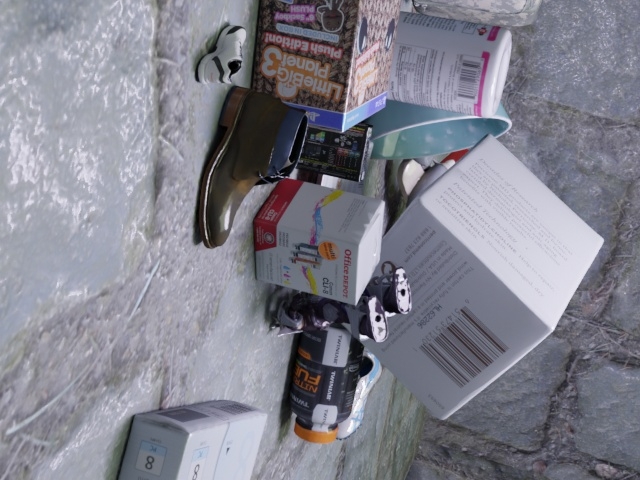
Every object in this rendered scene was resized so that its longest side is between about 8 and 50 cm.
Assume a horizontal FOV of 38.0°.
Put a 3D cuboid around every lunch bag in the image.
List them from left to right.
[{"bbox_3d":[0.315,-0.575,1.892,0.256,0.305,0.213,26,75,-78],"label":"lunch bag"}]

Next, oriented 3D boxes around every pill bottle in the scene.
[{"bbox_3d":[0.010,0.274,1.839,0.130,0.130,0.246,-25,127,-71],"label":"pill bottle"},{"bbox_3d":[0.187,-0.322,1.666,0.160,0.283,0.160,14,90,-75],"label":"pill bottle"}]

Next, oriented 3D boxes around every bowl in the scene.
[{"bbox_3d":[0.217,-0.280,1.883,0.311,0.311,0.163,18,62,-75],"label":"bowl"}]

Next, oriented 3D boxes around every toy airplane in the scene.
[{"bbox_3d":[0.309,-0.040,2.365,0.386,0.272,0.385,-14,108,-56],"label":"toy airplane"}]

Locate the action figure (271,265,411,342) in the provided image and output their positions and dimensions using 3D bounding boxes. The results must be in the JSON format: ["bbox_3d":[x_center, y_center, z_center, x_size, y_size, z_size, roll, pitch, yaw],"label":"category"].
[{"bbox_3d":[0.031,0.113,1.599,0.185,0.285,0.099,-27,101,-36],"label":"action figure"}]

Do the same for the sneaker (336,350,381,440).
[{"bbox_3d":[0.079,0.382,2.307,0.086,0.085,0.237,51,53,-38],"label":"sneaker"}]

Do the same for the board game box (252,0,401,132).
[{"bbox_3d":[0.019,-0.326,1.330,0.232,0.141,0.291,-43,143,-64],"label":"board game box"}]

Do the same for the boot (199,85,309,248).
[{"bbox_3d":[-0.088,-0.087,1.217,0.082,0.106,0.219,6,97,-75],"label":"boot"}]

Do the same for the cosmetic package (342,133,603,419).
[{"bbox_3d":[0.283,0.061,1.802,0.329,0.327,0.393,-50,174,36],"label":"cosmetic package"}]

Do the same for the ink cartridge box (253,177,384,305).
[{"bbox_3d":[0.000,0.000,1.477,0.127,0.176,0.128,-60,157,-47],"label":"ink cartridge box"}]

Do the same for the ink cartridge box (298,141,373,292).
[{"bbox_3d":[0.009,-0.053,1.693,0.239,0.060,0.275,-10,114,-67],"label":"ink cartridge box"}]

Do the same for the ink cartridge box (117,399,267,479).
[{"bbox_3d":[-0.202,0.423,1.287,0.308,0.091,0.385,21,82,-75],"label":"ink cartridge box"}]

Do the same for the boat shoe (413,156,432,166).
[{"bbox_3d":[0.227,-0.254,2.191,0.335,0.119,0.121,-41,152,-76],"label":"boat shoe"}]

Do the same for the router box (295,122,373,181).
[{"bbox_3d":[0.018,-0.153,1.512,0.038,0.122,0.092,-43,145,-71],"label":"router box"}]

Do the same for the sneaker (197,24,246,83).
[{"bbox_3d":[-0.110,-0.225,1.141,0.040,0.043,0.109,84,23,-47],"label":"sneaker"}]
